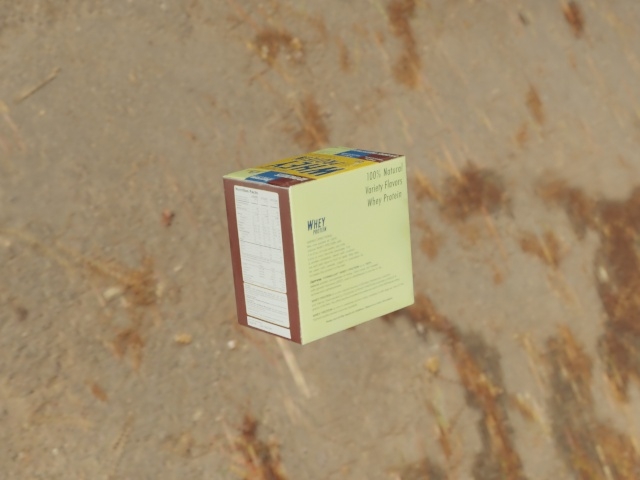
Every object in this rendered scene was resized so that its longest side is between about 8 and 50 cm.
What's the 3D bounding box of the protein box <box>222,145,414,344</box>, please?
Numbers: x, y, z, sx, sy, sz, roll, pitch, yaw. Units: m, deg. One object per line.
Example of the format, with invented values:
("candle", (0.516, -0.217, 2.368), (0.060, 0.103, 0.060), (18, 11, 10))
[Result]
("protein box", (0.000, 0.000, 1.588), (0.200, 0.136, 0.201), (-17, 110, -39))
